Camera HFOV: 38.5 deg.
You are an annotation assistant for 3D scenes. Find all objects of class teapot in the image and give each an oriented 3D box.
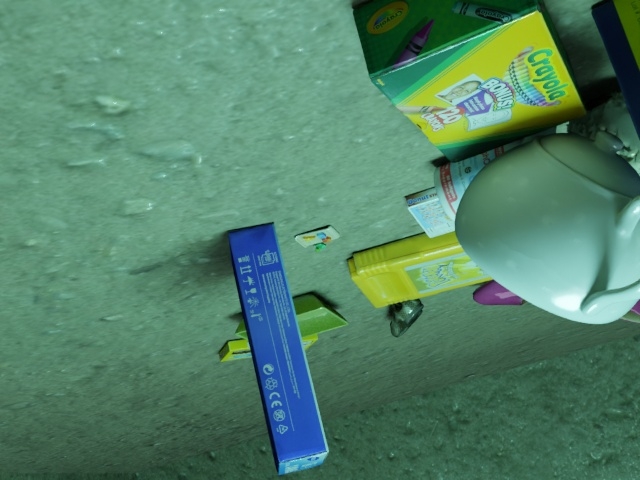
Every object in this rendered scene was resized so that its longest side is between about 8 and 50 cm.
[{"bbox_3d":[0.292,-0.036,1.054,0.252,0.256,0.187,-20,141,-59],"label":"teapot"}]

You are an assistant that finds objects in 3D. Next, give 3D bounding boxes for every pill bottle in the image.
[{"bbox_3d":[0.244,-0.088,1.259,0.160,0.087,0.087,-22,159,24],"label":"pill bottle"}]

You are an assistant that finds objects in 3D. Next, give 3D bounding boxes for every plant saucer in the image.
[{"bbox_3d":[-0.058,0.157,1.833,0.188,0.045,0.188,-18,161,12],"label":"plant saucer"}]

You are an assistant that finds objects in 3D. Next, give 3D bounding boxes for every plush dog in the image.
[{"bbox_3d":[0.465,-0.099,1.221,0.262,0.211,0.225,-15,173,5],"label":"plush dog"}]

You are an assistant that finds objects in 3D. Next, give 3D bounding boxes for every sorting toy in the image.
[{"bbox_3d":[0.000,0.000,1.468,0.062,0.012,0.083,-18,160,13],"label":"sorting toy"}]

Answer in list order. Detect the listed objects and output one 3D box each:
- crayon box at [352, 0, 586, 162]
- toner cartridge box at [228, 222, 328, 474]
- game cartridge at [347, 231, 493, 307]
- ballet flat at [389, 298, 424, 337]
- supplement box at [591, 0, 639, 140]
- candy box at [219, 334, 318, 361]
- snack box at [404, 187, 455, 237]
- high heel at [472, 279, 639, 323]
[{"bbox_3d":[0.165,-0.180,0.949,0.165,0.081,0.278,-20,160,20],"label":"crayon box"},{"bbox_3d":[-0.067,0.165,1.378,0.075,0.348,0.165,-12,162,-6],"label":"toner cartridge box"},{"bbox_3d":[0.228,0.042,1.683,0.323,0.053,0.285,-17,161,9],"label":"game cartridge"},{"bbox_3d":[0.180,0.159,1.994,0.084,0.058,0.250,-47,169,-8],"label":"ballet flat"},{"bbox_3d":[0.498,-0.200,0.936,0.356,0.194,0.195,-22,159,26],"label":"supplement box"},{"bbox_3d":[-0.117,0.236,2.052,0.206,0.027,0.105,-6,163,-20],"label":"candy box"},{"bbox_3d":[0.184,-0.043,1.450,0.064,0.022,0.178,-17,161,13],"label":"snack box"},{"bbox_3d":[0.518,0.127,1.913,0.377,0.181,0.127,-15,161,5],"label":"high heel"}]
